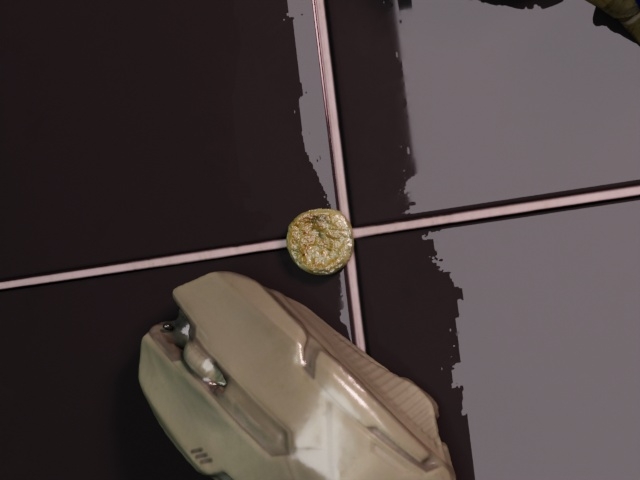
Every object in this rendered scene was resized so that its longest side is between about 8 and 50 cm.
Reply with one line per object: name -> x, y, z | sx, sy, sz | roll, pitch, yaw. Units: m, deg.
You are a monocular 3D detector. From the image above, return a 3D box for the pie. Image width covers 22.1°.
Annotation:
pie -> -0.001, 0.002, 1.926 | 0.084, 0.021, 0.084 | -1, 87, 14

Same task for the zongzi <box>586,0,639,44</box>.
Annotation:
zongzi -> 0.387, -0.300, 1.802 | 0.094, 0.204, 0.205 | -9, 45, 55

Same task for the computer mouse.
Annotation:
computer mouse -> -0.033, 0.208, 1.861 | 0.429, 0.145, 0.228 | 38, 101, 17

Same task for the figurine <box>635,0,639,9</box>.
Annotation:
figurine -> 0.451, -0.311, 1.712 | 0.274, 0.194, 0.133 | -29, 71, 7
